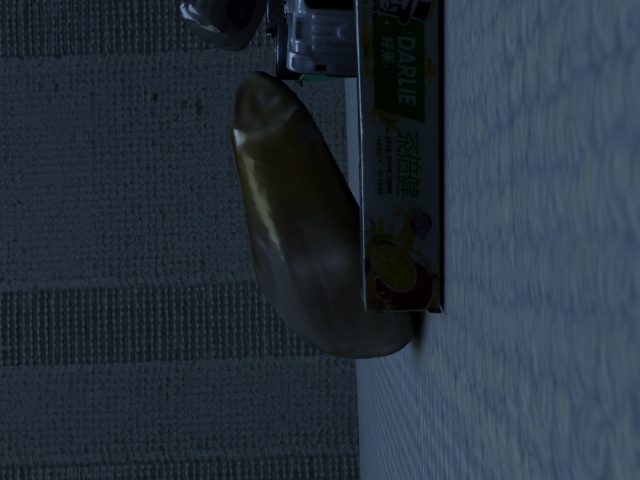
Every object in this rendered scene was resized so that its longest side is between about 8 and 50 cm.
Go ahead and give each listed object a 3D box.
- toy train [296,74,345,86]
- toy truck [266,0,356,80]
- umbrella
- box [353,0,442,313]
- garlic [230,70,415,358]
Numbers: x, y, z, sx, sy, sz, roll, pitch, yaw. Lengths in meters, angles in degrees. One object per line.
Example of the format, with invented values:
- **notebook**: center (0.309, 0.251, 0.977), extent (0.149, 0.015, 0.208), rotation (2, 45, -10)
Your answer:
- **toy train**: center (0.014, -0.261, 0.797), extent (0.163, 0.112, 0.203), rotation (47, -138, -78)
- **toy truck**: center (0.014, -0.197, 0.583), extent (0.216, 0.110, 0.116), rotation (-94, 5, -59)
- **umbrella**: center (-0.028, -0.324, 0.689), extent (0.073, 0.067, 0.337), rotation (57, -124, -88)
- **box**: center (0.046, -0.058, 0.474), extent (0.041, 0.050, 0.207), rotation (-103, 10, -75)
- **garlic**: center (0.003, 0.008, 0.611), extent (0.318, 0.112, 0.143), rotation (75, 174, -53)
